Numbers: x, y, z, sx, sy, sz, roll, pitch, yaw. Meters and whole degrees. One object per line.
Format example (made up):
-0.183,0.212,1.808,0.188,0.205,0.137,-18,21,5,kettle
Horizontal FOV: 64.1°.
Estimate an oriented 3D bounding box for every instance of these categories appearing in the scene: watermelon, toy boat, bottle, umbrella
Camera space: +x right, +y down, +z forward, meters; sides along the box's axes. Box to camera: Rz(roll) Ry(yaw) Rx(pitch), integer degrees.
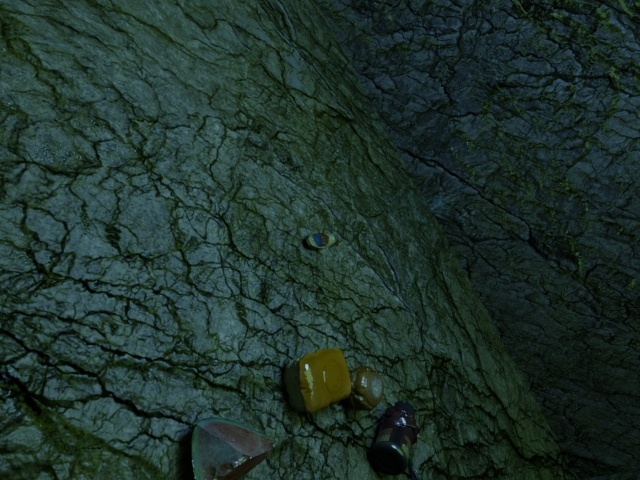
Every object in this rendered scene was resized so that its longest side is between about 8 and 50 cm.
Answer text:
-0.225,0.483,1.197,0.146,0.128,0.231,47,9,23,watermelon
0.000,0.000,1.890,0.172,0.066,0.065,-6,71,-59,toy boat
0.272,0.671,1.770,0.156,0.143,0.271,61,30,-9,bottle
0.323,0.813,1.862,0.044,0.044,0.269,-34,92,-21,umbrella

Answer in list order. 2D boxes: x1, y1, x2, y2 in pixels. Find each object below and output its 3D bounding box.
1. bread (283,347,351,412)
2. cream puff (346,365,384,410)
-0.006,0.418,1.540,0.246,0.121,0.174,7,62,-57,bread
0.136,0.492,1.710,0.165,0.115,0.150,54,38,-36,cream puff
